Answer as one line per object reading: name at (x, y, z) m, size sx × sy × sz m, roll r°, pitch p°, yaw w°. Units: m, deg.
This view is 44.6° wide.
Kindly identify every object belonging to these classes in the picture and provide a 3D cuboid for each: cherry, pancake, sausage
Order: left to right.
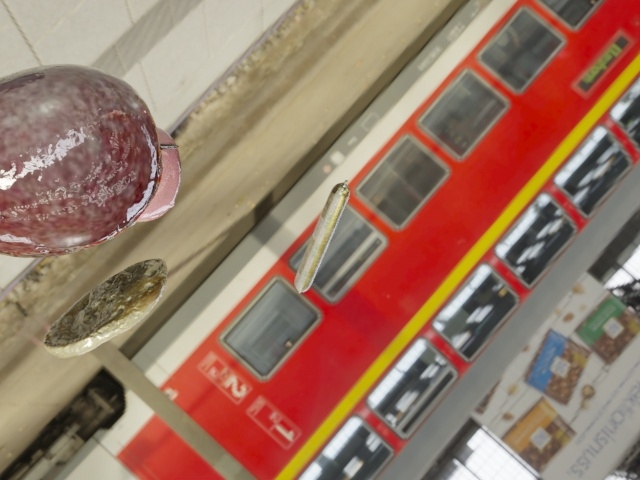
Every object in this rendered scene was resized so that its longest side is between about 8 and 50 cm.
cherry at (-0.302, -0.082, 0.836) m, size 0.300 × 0.203 × 0.230 m, roll -9°, pitch -176°, yaw -36°
pancake at (-0.221, 0.069, 0.818) m, size 0.151 × 0.025 × 0.152 m, roll -27°, pitch -159°, yaw 11°
sausage at (0.000, 0.000, 1.276) m, size 0.033 × 0.033 × 0.269 m, roll -44°, pitch 163°, yaw -44°

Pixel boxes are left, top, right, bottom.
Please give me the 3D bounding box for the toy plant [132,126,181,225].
toy plant at (-0.426, -0.128, 1.395) m, size 0.356 × 0.317 × 0.211 m, roll 11°, pitch 108°, yaw -43°
